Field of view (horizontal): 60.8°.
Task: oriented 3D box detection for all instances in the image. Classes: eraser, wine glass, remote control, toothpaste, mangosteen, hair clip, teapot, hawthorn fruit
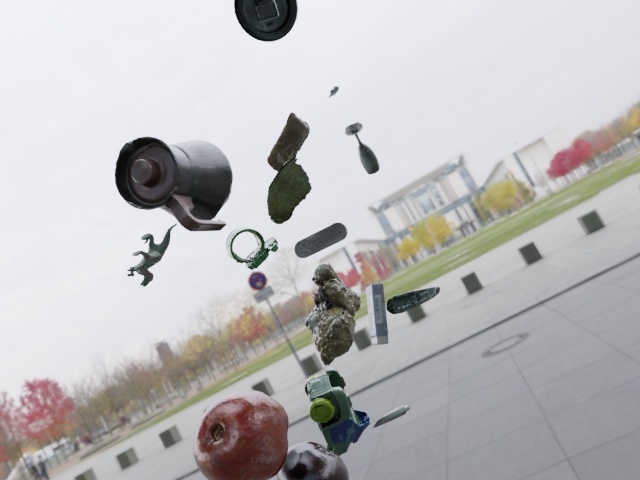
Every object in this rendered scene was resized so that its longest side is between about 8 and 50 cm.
[{"bbox_3d":[0.200,0.261,1.929,0.046,0.212,0.092,-2,-14,-9],"label":"eraser"},{"bbox_3d":[0.146,-0.301,1.811,0.066,0.066,0.198,-29,-44,7],"label":"wine glass"},{"bbox_3d":[0.000,0.000,2.204,0.245,0.077,0.022,-26,-16,22],"label":"remote control"},{"bbox_3d":[0.288,0.700,2.181,0.216,0.037,0.061,-7,-48,-45],"label":"toothpaste"},{"bbox_3d":[-0.041,0.773,1.709,0.261,0.236,0.235,-60,-5,-4],"label":"mangosteen"},{"bbox_3d":[0.322,0.201,1.878,0.036,0.065,0.229,12,-29,-44],"label":"hair clip"},{"bbox_3d":[-0.475,-0.182,1.852,0.306,0.376,0.362,-42,-15,18],"label":"teapot"},{"bbox_3d":[-0.223,0.559,1.539,0.285,0.284,0.284,-28,-6,-3],"label":"hawthorn fruit"}]

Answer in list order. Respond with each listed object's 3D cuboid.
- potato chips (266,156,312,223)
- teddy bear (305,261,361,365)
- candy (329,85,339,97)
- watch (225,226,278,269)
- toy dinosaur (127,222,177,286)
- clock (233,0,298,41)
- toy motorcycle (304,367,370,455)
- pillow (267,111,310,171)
[{"bbox_3d":[-0.093,-0.144,1.621,0.143,0.209,0.026,-10,29,-15],"label":"potato chips"},{"bbox_3d":[0.034,0.234,1.620,0.256,0.156,0.267,-75,-8,-50],"label":"teddy bear"},{"bbox_3d":[0.041,-0.461,1.688,0.030,0.020,0.083,-52,9,-3],"label":"candy"},{"bbox_3d":[-0.258,0.013,1.994,0.165,0.152,0.131,-47,20,-10],"label":"watch"},{"bbox_3d":[-0.522,0.041,1.726,0.242,0.053,0.167,-44,-31,-1],"label":"toy dinosaur"},{"bbox_3d":[-0.177,-0.768,1.794,0.215,0.215,0.042,-31,21,26],"label":"clock"},{"bbox_3d":[0.073,0.661,2.070,0.200,0.326,0.191,-23,19,0],"label":"toy motorcycle"},{"bbox_3d":[-0.112,-0.340,1.941,0.135,0.034,0.211,26,-91,-57],"label":"pillow"}]
